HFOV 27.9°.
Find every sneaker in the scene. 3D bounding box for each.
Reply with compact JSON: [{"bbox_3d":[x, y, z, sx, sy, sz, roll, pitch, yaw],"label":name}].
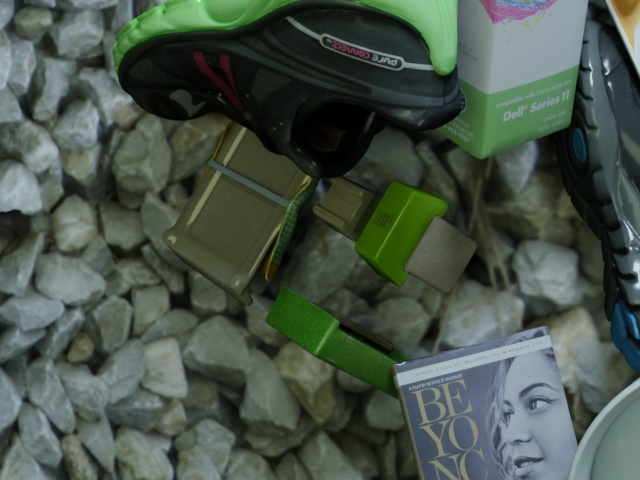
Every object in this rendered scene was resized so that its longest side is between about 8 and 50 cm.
[{"bbox_3d":[-0.047,-0.150,1.219,0.483,0.185,0.202,0,108,58],"label":"sneaker"},{"bbox_3d":[0.314,-0.050,1.216,0.139,0.125,0.341,-13,83,-5],"label":"sneaker"}]

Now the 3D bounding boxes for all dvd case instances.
[{"bbox_3d":[0.174,0.210,1.263,0.164,0.018,0.221,-13,85,-12],"label":"dvd case"}]

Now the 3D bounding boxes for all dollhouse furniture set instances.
[{"bbox_3d":[0.000,0.000,1.352,0.301,0.151,0.197,31,91,44],"label":"dollhouse furniture set"}]

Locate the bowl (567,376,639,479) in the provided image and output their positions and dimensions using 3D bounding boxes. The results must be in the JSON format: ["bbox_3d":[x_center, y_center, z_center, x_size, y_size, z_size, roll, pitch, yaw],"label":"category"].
[{"bbox_3d":[0.367,0.212,1.148,0.298,0.134,0.298,3,109,9],"label":"bowl"}]

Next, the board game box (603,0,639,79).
[{"bbox_3d":[0.482,-0.179,1.116,0.390,0.050,0.390,-23,81,7],"label":"board game box"}]

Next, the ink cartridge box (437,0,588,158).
[{"bbox_3d":[0.138,-0.280,1.143,0.207,0.119,0.353,42,141,43],"label":"ink cartridge box"}]
